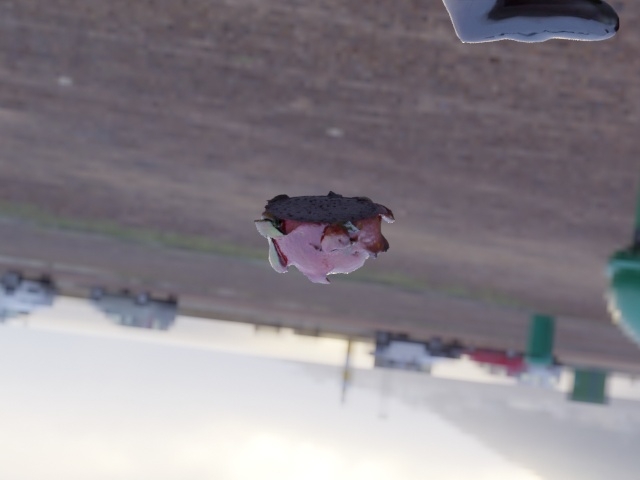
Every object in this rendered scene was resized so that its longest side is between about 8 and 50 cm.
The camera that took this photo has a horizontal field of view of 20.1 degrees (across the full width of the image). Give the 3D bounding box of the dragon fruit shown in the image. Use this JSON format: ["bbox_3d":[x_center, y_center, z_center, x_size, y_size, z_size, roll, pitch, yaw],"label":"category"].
[{"bbox_3d":[0.005,-0.001,1.566,0.112,0.068,0.126,6,-165,14],"label":"dragon fruit"}]

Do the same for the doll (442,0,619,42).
[{"bbox_3d":[0.129,-0.303,1.073,0.318,0.340,0.209,44,170,3],"label":"doll"}]
